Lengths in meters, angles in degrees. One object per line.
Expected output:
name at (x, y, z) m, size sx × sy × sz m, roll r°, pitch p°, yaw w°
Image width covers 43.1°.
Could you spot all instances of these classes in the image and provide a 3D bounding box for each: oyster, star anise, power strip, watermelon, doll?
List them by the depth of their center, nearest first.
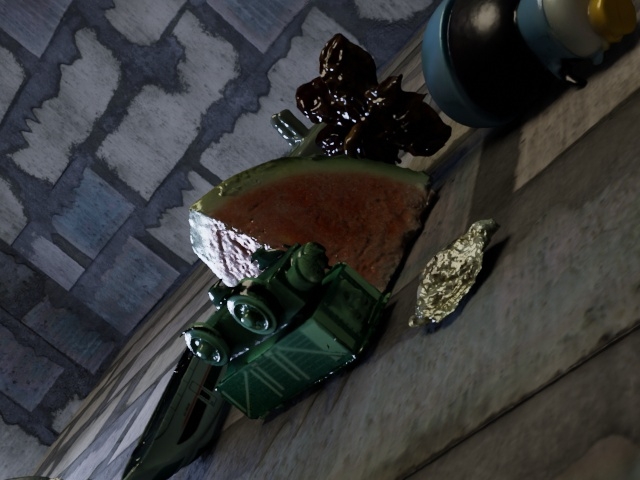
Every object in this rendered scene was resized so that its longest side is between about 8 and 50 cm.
oyster at (0.119, 0.032, 0.751) m, size 0.098 × 0.037 × 0.100 m, roll -40°, pitch 14°, yaw 47°
doll at (0.226, -0.233, 0.962) m, size 0.141 × 0.177 × 0.314 m, roll -9°, pitch -3°, yaw -32°
watermelon at (0.000, 0.000, 1.031) m, size 0.310 × 0.231 × 0.193 m, roll -4°, pitch -22°, yaw -32°
star anise at (0.068, -0.166, 1.099) m, size 0.126 × 0.220 × 0.190 m, roll -62°, pitch 0°, yaw -45°
power strip at (-0.001, -0.110, 1.277) m, size 0.140 × 0.224 × 0.139 m, roll -53°, pitch 10°, yaw -16°

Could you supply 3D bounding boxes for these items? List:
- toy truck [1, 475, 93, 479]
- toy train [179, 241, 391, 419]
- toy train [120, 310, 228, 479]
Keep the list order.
toy truck at (-0.407, 0.393, 0.931) m, size 0.387 × 0.207 × 0.173 m, roll -17°, pitch 64°, yaw 14°
toy train at (-0.056, 0.102, 0.925) m, size 0.269 × 0.154 × 0.115 m, roll -40°, pitch 13°, yaw 44°
toy train at (-0.189, 0.241, 1.184) m, size 0.086 × 0.088 × 0.407 m, roll -48°, pitch 10°, yaw 21°
